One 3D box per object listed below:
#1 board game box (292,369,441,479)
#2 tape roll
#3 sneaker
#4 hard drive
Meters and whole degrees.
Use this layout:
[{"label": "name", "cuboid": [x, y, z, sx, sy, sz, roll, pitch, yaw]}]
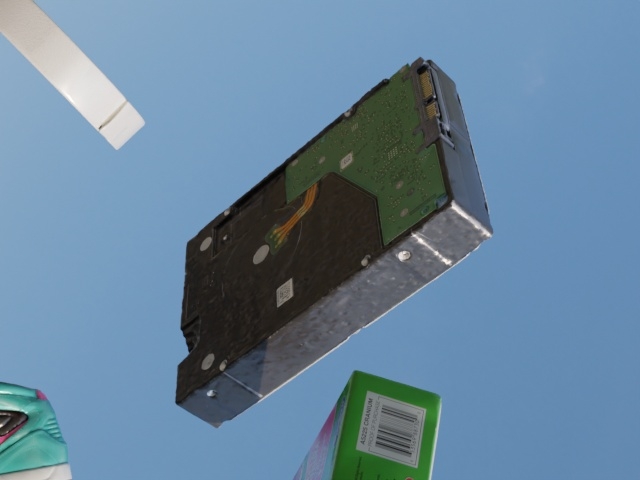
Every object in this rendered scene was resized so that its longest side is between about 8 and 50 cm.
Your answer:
[{"label": "board game box", "cuboid": [-0.010, 0.274, 0.762, 0.316, 0.064, 0.242, 114, -7, -50]}, {"label": "tape roll", "cuboid": [-0.444, -0.308, 1.773, 0.072, 0.392, 0.392, -45, -143, -5]}, {"label": "sneaker", "cuboid": [-0.471, 0.240, 1.369, 0.296, 0.124, 0.178, -7, -102, -8]}, {"label": "hard drive", "cuboid": [0.000, 0.000, 1.027, 0.339, 0.064, 0.237, -39, -147, 25]}]
